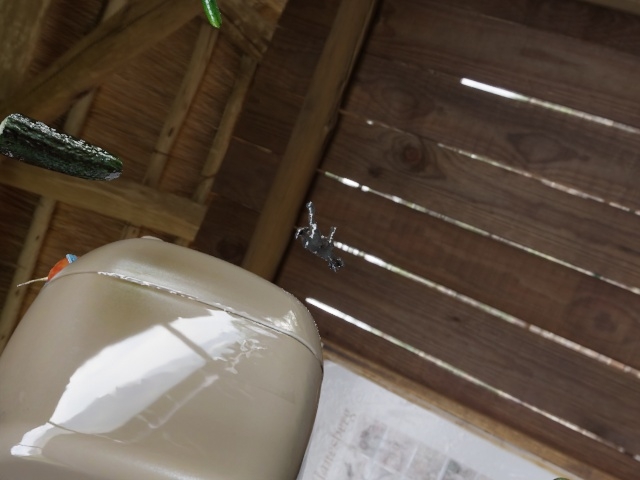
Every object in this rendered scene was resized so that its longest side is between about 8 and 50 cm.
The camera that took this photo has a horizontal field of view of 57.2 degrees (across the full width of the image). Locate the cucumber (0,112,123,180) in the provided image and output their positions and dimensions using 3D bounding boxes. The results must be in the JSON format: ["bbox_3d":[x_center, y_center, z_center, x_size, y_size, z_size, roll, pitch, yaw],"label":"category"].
[{"bbox_3d":[-0.447,-0.152,1.013,0.241,0.074,0.075,21,-88,-55],"label":"cucumber"}]

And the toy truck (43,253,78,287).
[{"bbox_3d":[-0.472,0.074,1.104,0.073,0.056,0.090,26,-105,-28],"label":"toy truck"}]

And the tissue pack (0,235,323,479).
[{"bbox_3d":[-0.155,0.191,0.548,0.277,0.267,0.387,-77,8,-54],"label":"tissue pack"}]

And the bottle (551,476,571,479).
[{"bbox_3d":[0.588,0.608,1.209,0.156,0.271,0.143,10,-85,-35],"label":"bottle"}]

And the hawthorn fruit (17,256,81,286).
[{"bbox_3d":[-0.571,0.103,1.350,0.163,0.203,0.162,-63,-4,-7],"label":"hawthorn fruit"}]

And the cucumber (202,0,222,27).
[{"bbox_3d":[-0.277,-0.600,1.443,0.037,0.037,0.155,-29,-72,-59],"label":"cucumber"}]

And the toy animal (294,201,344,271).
[{"bbox_3d":[0.000,0.000,1.687,0.084,0.148,0.232,-32,-40,13],"label":"toy animal"}]
